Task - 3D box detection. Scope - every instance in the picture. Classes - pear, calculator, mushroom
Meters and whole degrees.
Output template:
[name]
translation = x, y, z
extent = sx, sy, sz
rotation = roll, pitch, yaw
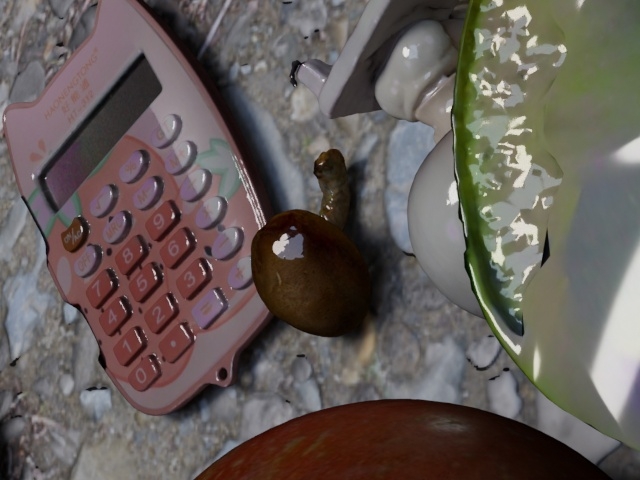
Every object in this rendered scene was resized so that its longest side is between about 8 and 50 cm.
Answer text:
[pear]
translation = 0.262, -0.072, 0.802
extent = 0.399, 0.165, 0.399
rotation = -9, 76, 36
[calculator]
translation = -0.133, -0.024, 1.256
extent = 0.220, 0.048, 0.329
rotation = -44, 59, 29
[mushroom]
translation = -0.009, 0.000, 1.114
extent = 0.088, 0.073, 0.129
rotation = -9, 78, 50

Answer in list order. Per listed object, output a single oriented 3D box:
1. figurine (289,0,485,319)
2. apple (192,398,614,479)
[figurine]
translation = 0.097, -0.057, 0.980
extent = 0.182, 0.144, 0.256
rotation = -44, 60, 24
[apple]
translation = 0.043, 0.260, 0.889
extent = 0.348, 0.277, 0.348
rotation = -8, 79, 45
